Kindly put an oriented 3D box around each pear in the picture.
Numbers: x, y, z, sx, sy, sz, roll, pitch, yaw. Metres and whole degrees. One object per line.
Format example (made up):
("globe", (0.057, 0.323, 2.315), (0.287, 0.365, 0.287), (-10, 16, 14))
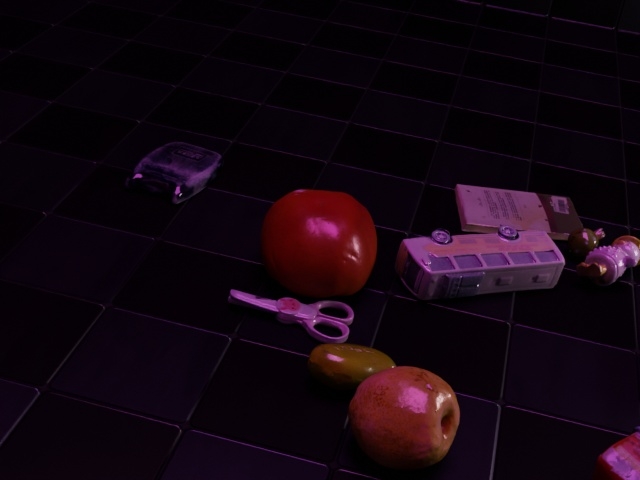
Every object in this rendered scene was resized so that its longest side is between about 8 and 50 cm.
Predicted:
("pear", (0.130, 0.283, 1.497), (0.178, 0.178, 0.178), (5, 33, -3))

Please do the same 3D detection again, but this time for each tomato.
("tomato", (-0.004, -0.001, 1.879), (0.260, 0.180, 0.260), (3, 33, -2))

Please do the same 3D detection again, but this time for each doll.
("doll", (0.640, 0.042, 2.033), (0.207, 0.081, 0.129), (-22, 10, -39))

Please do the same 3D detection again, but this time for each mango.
("mango", (0.056, 0.226, 1.638), (0.165, 0.074, 0.091), (14, 25, -13))

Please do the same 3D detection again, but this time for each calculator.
("calculator", (-0.336, -0.169, 2.205), (0.177, 0.040, 0.268), (18, 29, 11))

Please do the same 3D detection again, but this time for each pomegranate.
("pomegranate", (0.594, 0.004, 2.095), (0.085, 0.073, 0.073), (-15, 39, -38))

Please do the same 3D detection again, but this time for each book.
("book", (0.470, -0.067, 2.218), (0.289, 0.026, 0.201), (6, 32, -2))

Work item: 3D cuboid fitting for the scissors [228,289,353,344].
("scissors", (-0.059, 0.137, 1.788), (0.242, 0.030, 0.118), (14, 33, 3))

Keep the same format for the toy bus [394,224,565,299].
("toy bus", (0.332, 0.049, 1.952), (0.343, 0.097, 0.138), (-4, 41, -20))

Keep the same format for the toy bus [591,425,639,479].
("toy bus", (0.527, 0.415, 1.407), (0.120, 0.121, 0.265), (-18, 41, -21))
